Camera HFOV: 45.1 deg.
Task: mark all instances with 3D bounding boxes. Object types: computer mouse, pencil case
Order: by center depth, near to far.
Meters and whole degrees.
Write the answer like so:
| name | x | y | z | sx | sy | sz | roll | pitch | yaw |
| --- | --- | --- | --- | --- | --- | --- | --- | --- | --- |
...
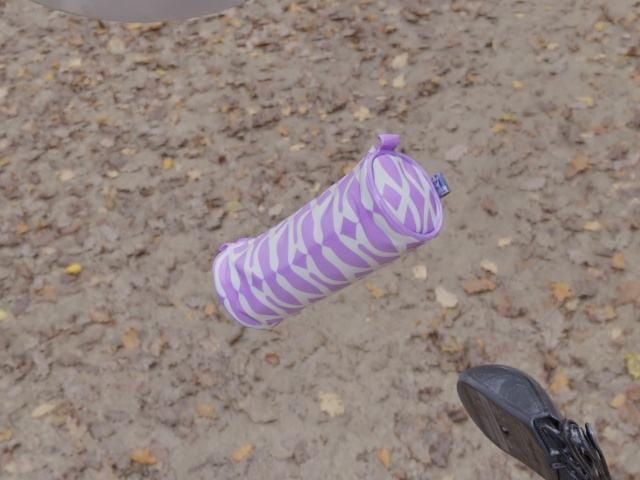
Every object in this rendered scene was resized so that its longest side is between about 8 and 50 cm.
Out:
| name | x | y | z | sx | sy | sz | roll | pitch | yaw |
| --- | --- | --- | --- | --- | --- | --- | --- | --- | --- |
| pencil case | 0.000 | 0.000 | 0.618 | 0.086 | 0.206 | 0.088 | -15 | 76 | -54 |
| computer mouse | 0.265 | 0.226 | 0.921 | 0.072 | 0.188 | 0.272 | -32 | 26 | -13 |

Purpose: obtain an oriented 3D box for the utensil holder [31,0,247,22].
| name | x | y | z | sx | sy | sz | roll | pitch | yaw |
| --- | --- | --- | --- | --- | --- | --- | --- | --- | --- |
| utensil holder | -0.106 | -0.350 | 0.378 | 0.327 | 0.385 | 0.327 | 3 | 69 | -7 |
